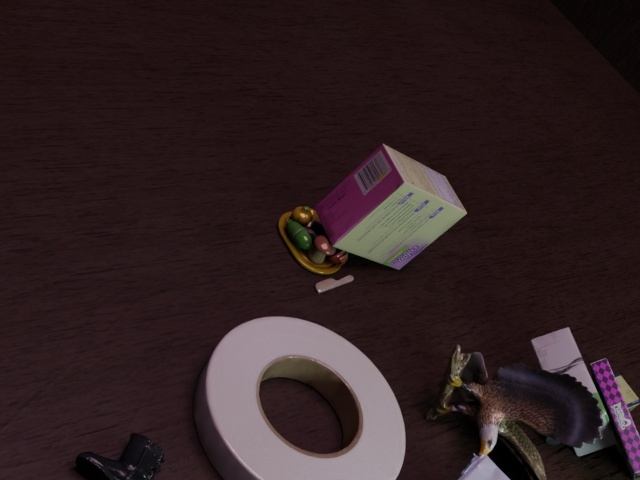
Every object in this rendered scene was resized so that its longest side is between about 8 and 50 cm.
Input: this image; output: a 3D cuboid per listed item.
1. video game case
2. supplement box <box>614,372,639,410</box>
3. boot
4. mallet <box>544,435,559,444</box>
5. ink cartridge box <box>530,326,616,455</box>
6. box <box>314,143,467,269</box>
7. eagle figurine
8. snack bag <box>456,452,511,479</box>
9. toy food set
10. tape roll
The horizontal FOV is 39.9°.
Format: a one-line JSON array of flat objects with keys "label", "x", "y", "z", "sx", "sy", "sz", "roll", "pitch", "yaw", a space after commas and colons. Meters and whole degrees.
[{"label": "video game case", "x": 0.627, "y": 0.378, "z": 1.837, "sx": 0.210, "sy": 0.042, "sz": 0.232, "roll": 47, "pitch": 25, "yaw": -64}, {"label": "supplement box", "x": 0.666, "y": 0.357, "z": 2.004, "sx": 0.083, "sy": 0.056, "sz": 0.083, "roll": -8, "pitch": 54, "yaw": -40}, {"label": "boot", "x": -0.301, "y": 0.335, "z": 1.346, "sx": 0.121, "sy": 0.045, "sz": 0.099, "roll": 38, "pitch": 40, "yaw": -7}, {"label": "mallet", "x": 0.418, "y": 0.377, "z": 1.827, "sx": 0.190, "sy": 0.039, "sz": 0.062, "roll": 15, "pitch": 37, "yaw": -17}, {"label": "ink cartridge box", "x": 0.534, "y": 0.318, "z": 1.864, "sx": 0.160, "sy": 0.092, "sz": 0.219, "roll": 56, "pitch": 17, "yaw": -48}, {"label": "box", "x": 0.153, "y": -0.066, "z": 1.904, "sx": 0.243, "sy": 0.213, "sz": 0.117, "roll": 20, "pitch": 36, "yaw": -46}, {"label": "eagle figurine", "x": 0.361, "y": 0.344, "z": 1.685, "sx": 0.298, "sy": 0.226, "sz": 0.225, "roll": 21, "pitch": 74, "yaw": 9}, {"label": "snack bag", "x": 0.293, "y": 0.559, "z": 1.452, "sx": 0.323, "sy": 0.037, "sz": 0.342, "roll": -31, "pitch": 64, "yaw": -36}, {"label": "toy food set", "x": 0.000, "y": 0.000, "z": 1.891, "sx": 0.128, "sy": 0.071, "sz": 0.218, "roll": -8, "pitch": 55, "yaw": -41}, {"label": "tape roll", "x": -0.032, "y": 0.307, "z": 1.547, "sx": 0.392, "sy": 0.072, "sz": 0.392, "roll": 20, "pitch": 40, "yaw": -18}]
